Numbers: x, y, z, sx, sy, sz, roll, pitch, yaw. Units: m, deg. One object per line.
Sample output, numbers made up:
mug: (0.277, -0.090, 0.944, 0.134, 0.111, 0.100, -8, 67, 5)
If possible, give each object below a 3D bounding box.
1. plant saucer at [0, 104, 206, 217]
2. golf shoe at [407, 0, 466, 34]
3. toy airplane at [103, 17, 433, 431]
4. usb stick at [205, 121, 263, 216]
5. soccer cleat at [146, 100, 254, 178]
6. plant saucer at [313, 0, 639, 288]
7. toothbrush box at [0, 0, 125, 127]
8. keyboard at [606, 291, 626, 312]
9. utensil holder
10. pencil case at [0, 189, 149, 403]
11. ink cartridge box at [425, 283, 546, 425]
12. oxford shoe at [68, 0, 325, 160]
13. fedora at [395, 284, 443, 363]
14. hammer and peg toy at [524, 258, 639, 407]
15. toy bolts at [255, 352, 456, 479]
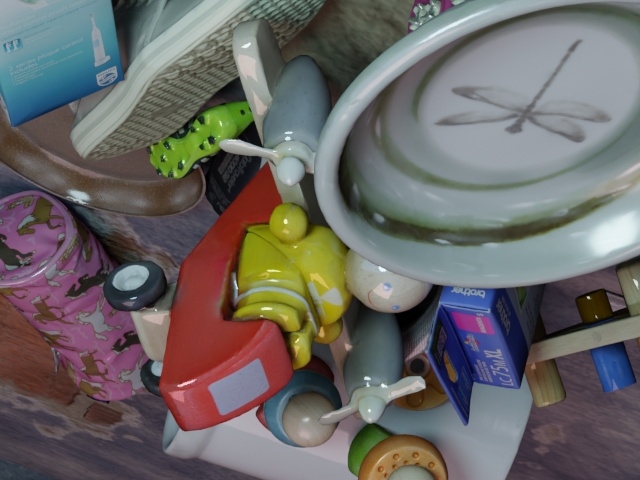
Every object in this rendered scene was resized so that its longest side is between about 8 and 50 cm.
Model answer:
plant saucer: (-0.279, -0.127, 2.126, 0.311, 0.050, 0.310, 14, 155, 7)
golf shoe: (0.194, -0.226, 1.545, 0.140, 0.115, 0.306, 26, 154, -24)
toy airplane: (0.000, 0.000, 1.735, 0.272, 0.384, 0.386, 9, 180, 31)
usb stick: (-0.080, -0.098, 2.034, 0.077, 0.045, 0.278, 58, 154, 9)
soccer cleat: (-0.132, -0.112, 1.967, 0.179, 0.072, 0.060, -21, 93, 56)
plant saucer: (0.187, -0.109, 1.518, 0.401, 0.100, 0.400, -7, 145, -5)
toothbrush box: (-0.289, -0.278, 1.619, 0.126, 0.216, 0.295, -25, 158, -14)
keyboard: (0.455, 0.116, 2.171, 0.256, 0.014, 0.072, 18, 160, 1)
utensil holder: (0.037, 0.168, 2.200, 0.385, 0.327, 0.327, 20, 155, -9)
pencil case: (-0.350, 0.082, 2.470, 0.160, 0.167, 0.386, 42, 169, 33)
ink cartridge box: (0.187, 0.018, 1.800, 0.065, 0.311, 0.186, 10, 154, 22)
oxford shoe: (-0.144, -0.210, 1.779, 0.169, 0.130, 0.449, -13, 171, -36)
fedora: (0.110, 0.003, 1.946, 0.124, 0.275, 0.244, -1, -149, -42)
hammer and peg toy: (0.377, 0.070, 1.863, 0.266, 0.127, 0.361, -15, 176, -36)
toy bolts: (0.055, 0.190, 1.960, 0.229, 0.218, 0.158, 20, -175, -10)
